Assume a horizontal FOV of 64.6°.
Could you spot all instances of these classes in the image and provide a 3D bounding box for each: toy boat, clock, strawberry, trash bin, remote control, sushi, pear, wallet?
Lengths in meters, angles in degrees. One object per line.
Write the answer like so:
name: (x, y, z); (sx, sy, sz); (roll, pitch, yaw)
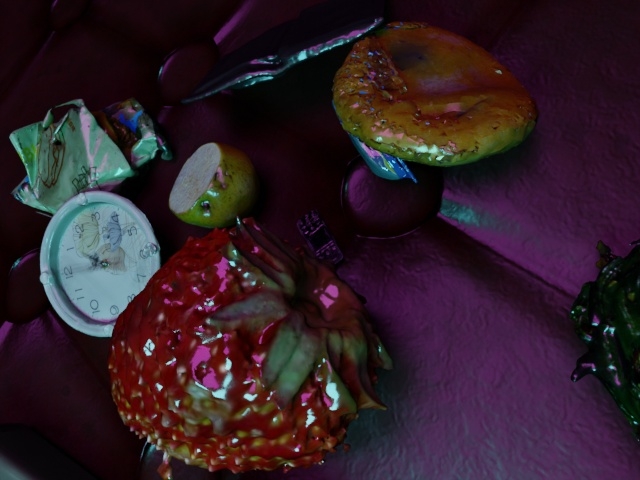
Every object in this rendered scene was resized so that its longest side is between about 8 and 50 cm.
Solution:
toy boat: (0.096, -0.152, 0.681); (0.110, 0.091, 0.175); (-34, 65, 17)
clock: (-0.349, 0.037, 0.825); (0.237, 0.053, 0.236); (1, 93, 20)
strawberry: (-0.104, 0.153, 0.585); (0.343, 0.292, 0.292); (-45, 58, 25)
trash bin: (-0.431, 0.389, 0.720); (0.241, 0.122, 0.164); (16, 80, 27)
remote control: (0.000, 0.000, 0.715); (0.039, 0.014, 0.096); (-36, 59, 10)
sushi: (0.305, 0.110, 0.447); (0.140, 0.149, 0.287); (23, 42, 7)
pear: (-0.151, -0.075, 0.765); (0.141, 0.104, 0.141); (-30, 43, 32)
wallet: (-0.052, -0.304, 0.781); (0.323, 0.041, 0.247); (-18, 35, 21)

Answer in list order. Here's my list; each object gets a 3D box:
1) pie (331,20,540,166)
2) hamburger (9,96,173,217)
pie: (0.137, -0.183, 0.623); (0.273, 0.069, 0.273); (3, 47, -4)
hamburger: (-0.421, -0.155, 0.895); (0.261, 0.150, 0.276); (30, 86, 29)
